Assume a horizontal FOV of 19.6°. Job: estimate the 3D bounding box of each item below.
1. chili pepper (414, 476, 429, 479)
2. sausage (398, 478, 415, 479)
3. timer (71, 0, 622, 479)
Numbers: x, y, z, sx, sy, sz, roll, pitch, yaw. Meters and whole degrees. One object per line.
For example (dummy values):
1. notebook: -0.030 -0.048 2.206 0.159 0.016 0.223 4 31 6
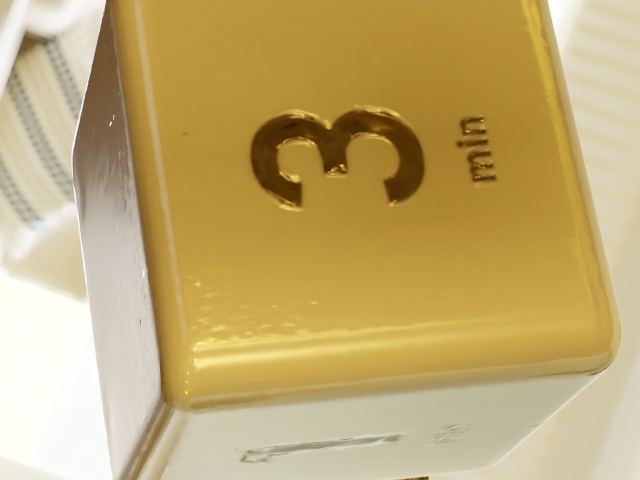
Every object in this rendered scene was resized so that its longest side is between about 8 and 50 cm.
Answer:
1. chili pepper: 0.032 0.140 1.455 0.116 0.148 0.265 -77 -174 -59
2. sausage: 0.009 0.179 1.161 0.035 0.030 0.147 -15 161 -45
3. timer: 0.000 0.000 0.839 0.194 0.195 0.192 119 -36 -65
